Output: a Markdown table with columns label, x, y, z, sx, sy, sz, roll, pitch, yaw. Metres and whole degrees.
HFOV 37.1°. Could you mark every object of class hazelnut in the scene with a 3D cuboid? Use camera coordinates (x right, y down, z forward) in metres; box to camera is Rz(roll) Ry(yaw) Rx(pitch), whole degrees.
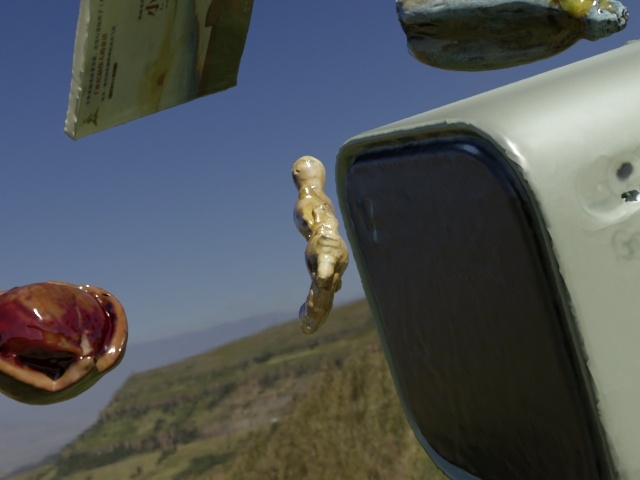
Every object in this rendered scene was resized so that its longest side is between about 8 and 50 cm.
| label | x | y | z | sx | sy | sz | roll | pitch | yaw |
| --- | --- | --- | --- | --- | --- | --- | --- | --- | --- |
| hazelnut | -0.355 | 0.126 | 1.255 | 0.202 | 0.170 | 0.160 | -29 | -12 | -25 |

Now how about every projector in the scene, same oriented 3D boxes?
| label | x | y | z | sx | sy | sz | roll | pitch | yaw |
| --- | --- | --- | --- | --- | --- | --- | --- | --- | --- |
| projector | 0.185 | 0.011 | 0.610 | 0.249 | 0.248 | 0.248 | -21 | 8 | -20 |

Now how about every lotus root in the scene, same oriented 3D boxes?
| label | x | y | z | sx | sy | sz | roll | pitch | yaw |
| --- | --- | --- | --- | --- | --- | --- | --- | --- | --- |
| lotus root | 0.268 | -0.321 | 1.348 | 0.322 | 0.158 | 0.140 | 2 | 36 | 21 |

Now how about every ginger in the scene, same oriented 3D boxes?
| label | x | y | z | sx | sy | sz | roll | pitch | yaw |
| --- | --- | --- | --- | --- | --- | --- | --- | --- | --- |
| ginger | 0.000 | 0.000 | 0.988 | 0.053 | 0.193 | 0.176 | -1 | -3 | -11 |

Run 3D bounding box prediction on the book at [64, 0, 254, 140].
| label | x | y | z | sx | sy | sz | roll | pitch | yaw |
| --- | --- | --- | --- | --- | --- | --- | --- | --- | --- |
| book | -0.149 | -0.225 | 0.972 | 0.026 | 0.201 | 0.289 | 26 | 31 | 18 |
